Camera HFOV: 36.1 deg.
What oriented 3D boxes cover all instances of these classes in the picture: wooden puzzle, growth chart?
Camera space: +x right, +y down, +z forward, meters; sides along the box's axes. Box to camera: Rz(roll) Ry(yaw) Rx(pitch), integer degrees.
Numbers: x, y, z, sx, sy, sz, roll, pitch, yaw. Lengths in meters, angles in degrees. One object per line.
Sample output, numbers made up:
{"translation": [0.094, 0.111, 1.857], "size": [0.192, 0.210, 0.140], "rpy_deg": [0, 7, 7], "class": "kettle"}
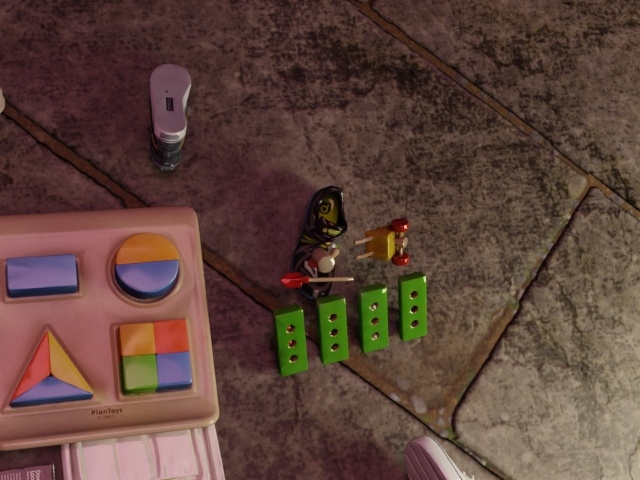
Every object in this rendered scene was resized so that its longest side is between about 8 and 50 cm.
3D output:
{"translation": [-0.317, 0.107, 1.391], "size": [0.322, 0.080, 0.347], "rpy_deg": [-4, 70, -15], "class": "wooden puzzle"}
{"translation": [-0.253, 0.308, 1.390], "size": [0.237, 0.021, 0.171], "rpy_deg": [0, 74, -14], "class": "growth chart"}

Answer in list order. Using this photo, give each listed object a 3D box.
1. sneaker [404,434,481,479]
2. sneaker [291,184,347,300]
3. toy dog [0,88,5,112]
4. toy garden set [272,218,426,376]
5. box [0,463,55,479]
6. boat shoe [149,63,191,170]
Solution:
{"translation": [0.221, 0.393, 1.460], "size": [0.091, 0.094, 0.258], "rpy_deg": [-31, 87, -39], "class": "sneaker"}
{"translation": [0.000, 0.000, 1.520], "size": [0.067, 0.078, 0.188], "rpy_deg": [13, 73, -11], "class": "sneaker"}
{"translation": [-0.603, -0.108, 1.384], "size": [0.220, 0.161, 0.333], "rpy_deg": [22, 54, -4], "class": "toy dog"}
{"translation": [0.039, 0.078, 1.477], "size": [0.244, 0.049, 0.203], "rpy_deg": [-14, 119, -18], "class": "toy garden set"}
{"translation": [-0.436, 0.370, 1.320], "size": [0.162, 0.029, 0.116], "rpy_deg": [-5, 75, -15], "class": "box"}
{"translation": [-0.241, -0.195, 1.531], "size": [0.065, 0.083, 0.183], "rpy_deg": [8, 45, -13], "class": "boat shoe"}
